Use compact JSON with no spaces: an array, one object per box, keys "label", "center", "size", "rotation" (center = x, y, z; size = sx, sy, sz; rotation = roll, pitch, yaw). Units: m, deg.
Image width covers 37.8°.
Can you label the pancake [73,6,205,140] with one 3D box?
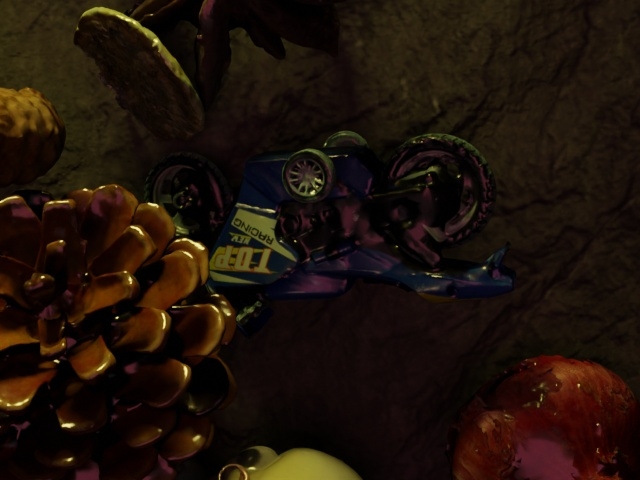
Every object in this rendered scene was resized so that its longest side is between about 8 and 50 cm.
[{"label":"pancake","center":[-0.144,-0.132,0.757],"size":[0.022,0.116,0.129],"rotation":[-51,123,-28]}]

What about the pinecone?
[{"label":"pinecone","center":[-0.185,0.070,0.724],"size":[0.264,0.264,0.264],"rotation":[1,105,3]}]

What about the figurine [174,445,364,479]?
[{"label":"figurine","center":[-0.143,0.278,0.847],"size":[0.395,0.226,0.274],"rotation":[17,134,4]}]

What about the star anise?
[{"label":"star anise","center":[-0.061,-0.219,0.717],"size":[0.283,0.129,0.212],"rotation":[-32,100,29]}]

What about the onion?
[{"label":"onion","center":[0.202,0.191,0.805],"size":[0.184,0.147,0.183],"rotation":[-4,110,-11]}]

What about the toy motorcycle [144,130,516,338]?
[{"label":"toy motorcycle","center":[0.000,0.000,0.776],"size":[0.316,0.113,0.168],"rotation":[-1,103,19]}]

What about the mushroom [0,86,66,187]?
[{"label":"mushroom","center":[-0.387,-0.099,0.680],"size":[0.239,0.345,0.345],"rotation":[-4,109,41]}]
